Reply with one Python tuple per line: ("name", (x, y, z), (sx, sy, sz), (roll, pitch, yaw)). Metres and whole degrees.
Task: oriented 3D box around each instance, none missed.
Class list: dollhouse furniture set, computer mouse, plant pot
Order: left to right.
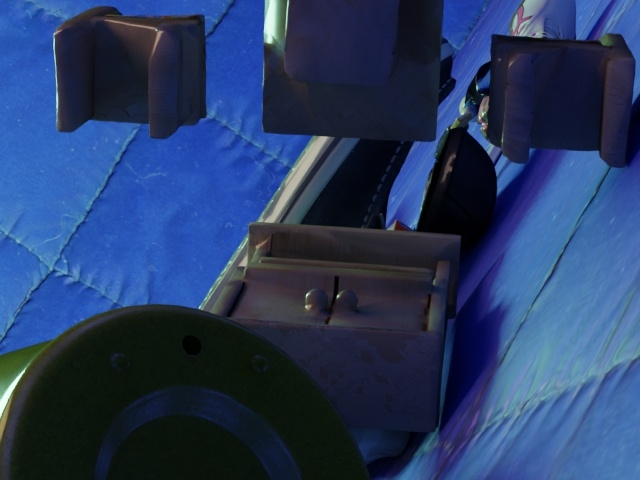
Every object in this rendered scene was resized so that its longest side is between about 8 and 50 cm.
("plant pot", (-0.155, 0.211, 0.944), (0.353, 0.366, 0.366), (-39, 15, 46))
("dollhouse furniture set", (0.022, -0.101, 1.091), (0.256, 0.362, 0.394), (-70, -17, -74))
("computer mouse", (0.131, -0.050, 1.457), (0.262, 0.060, 0.184), (105, -177, -63))

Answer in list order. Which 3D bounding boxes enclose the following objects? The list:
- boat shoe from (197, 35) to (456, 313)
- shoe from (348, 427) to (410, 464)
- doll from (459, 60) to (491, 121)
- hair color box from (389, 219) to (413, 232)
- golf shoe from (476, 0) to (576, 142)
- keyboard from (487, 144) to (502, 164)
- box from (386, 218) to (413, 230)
("boat shoe", (-0.005, 0.041, 1.378), (0.500, 0.156, 0.187), (-59, 2, -11))
("shoe", (0.029, 0.145, 1.195), (0.219, 0.058, 0.077), (108, 173, -83))
("doll", (0.217, -0.201, 1.999), (0.129, 0.046, 0.189), (-57, 2, -24))
("hair color box", (0.081, 0.029, 1.771), (0.072, 0.043, 0.141), (-58, 3, 13))
("golf shoe", (0.213, -0.176, 1.498), (0.086, 0.067, 0.186), (-40, 26, 63))
("keyboard", (0.152, -0.042, 1.648), (0.256, 0.014, 0.072), (-58, -3, -22))
("box", (0.045, 0.080, 1.946), (0.207, 0.036, 0.114), (-58, 2, -22))
